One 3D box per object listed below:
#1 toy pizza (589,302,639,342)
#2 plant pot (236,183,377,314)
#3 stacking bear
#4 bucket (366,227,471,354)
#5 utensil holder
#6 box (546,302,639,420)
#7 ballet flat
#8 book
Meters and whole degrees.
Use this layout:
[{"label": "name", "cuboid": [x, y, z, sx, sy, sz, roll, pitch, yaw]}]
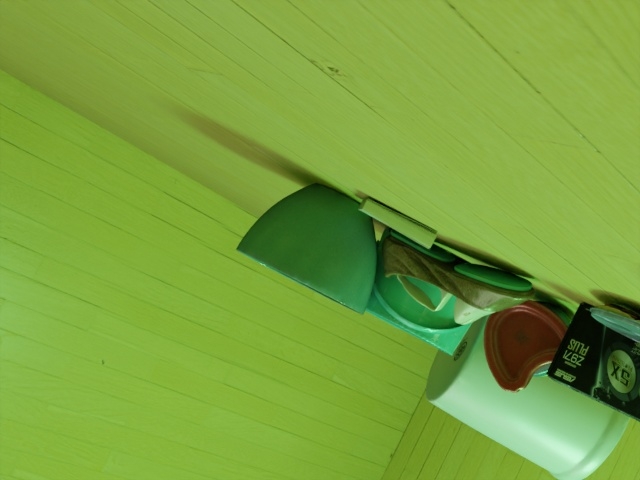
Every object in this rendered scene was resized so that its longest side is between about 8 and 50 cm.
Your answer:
[{"label": "toy pizza", "cuboid": [0.526, 0.144, 1.372, 0.201, 0.032, 0.201, 26, 177, 1]}, {"label": "plant pot", "cuboid": [0.000, 0.000, 1.768, 0.290, 0.196, 0.290, 27, 175, 2]}, {"label": "stacking bear", "cuboid": [0.463, 0.210, 1.783, 0.289, 0.175, 0.164, 15, -140, -55]}, {"label": "bucket", "cuboid": [0.220, 0.114, 1.883, 0.281, 0.183, 0.281, 27, 176, 2]}, {"label": "utensil holder", "cuboid": [0.489, 0.341, 2.062, 0.385, 0.328, 0.327, 28, 176, -4]}, {"label": "box", "cuboid": [0.513, 0.214, 1.521, 0.180, 0.147, 0.077, 26, 176, 28]}, {"label": "ballet flat", "cuboid": [0.250, 0.085, 1.661, 0.342, 0.124, 0.116, 23, -161, 37]}, {"label": "book", "cuboid": [0.141, -0.033, 1.621, 0.144, 0.035, 0.096, 27, 180, -4]}]
